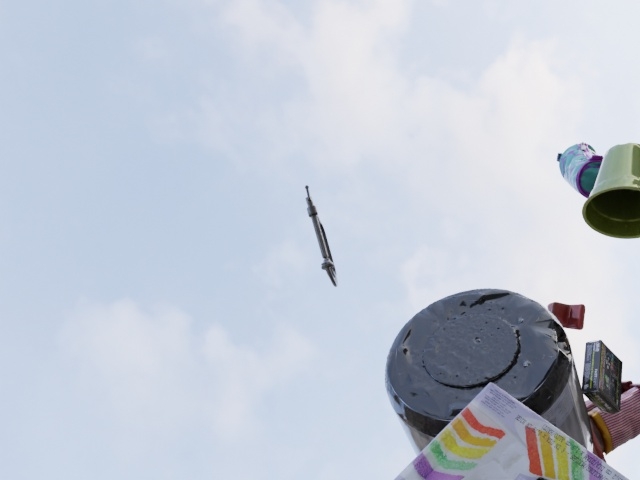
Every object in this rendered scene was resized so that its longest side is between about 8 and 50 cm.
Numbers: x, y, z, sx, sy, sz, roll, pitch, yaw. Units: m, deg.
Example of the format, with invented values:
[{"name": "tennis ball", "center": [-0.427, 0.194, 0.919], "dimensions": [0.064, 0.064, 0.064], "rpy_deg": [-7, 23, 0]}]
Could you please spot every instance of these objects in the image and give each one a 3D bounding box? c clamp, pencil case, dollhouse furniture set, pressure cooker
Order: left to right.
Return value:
[{"name": "c clamp", "center": [0.000, 0.000, 1.256], "dimensions": [0.022, 0.137, 0.161], "rpy_deg": [-17, -105, 2]}, {"name": "pressure cooker", "center": [0.350, 0.359, 1.478], "dimensions": [0.369, 0.376, 0.421], "rpy_deg": [-20, -56, 10]}, {"name": "dollhouse furniture set", "center": [0.605, 0.297, 1.668], "dimensions": [0.201, 0.152, 0.374], "rpy_deg": [-24, -92, -16]}, {"name": "pencil case", "center": [0.414, -0.111, 1.136], "dimensions": [0.064, 0.152, 0.070], "rpy_deg": [2, -73, 7]}]

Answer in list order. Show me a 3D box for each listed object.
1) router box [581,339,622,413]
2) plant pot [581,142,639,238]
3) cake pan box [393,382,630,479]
[{"name": "router box", "center": [0.580, 0.281, 1.503], "dimensions": [0.092, 0.038, 0.123], "rpy_deg": [41, -130, -27]}, {"name": "plant pot", "center": [0.320, -0.058, 0.764], "dimensions": [0.083, 0.083, 0.079], "rpy_deg": [42, -130, -32]}, {"name": "cake pan box", "center": [0.282, 0.374, 1.083], "dimensions": [0.245, 0.267, 0.070], "rpy_deg": [-37, -38, -23]}]
